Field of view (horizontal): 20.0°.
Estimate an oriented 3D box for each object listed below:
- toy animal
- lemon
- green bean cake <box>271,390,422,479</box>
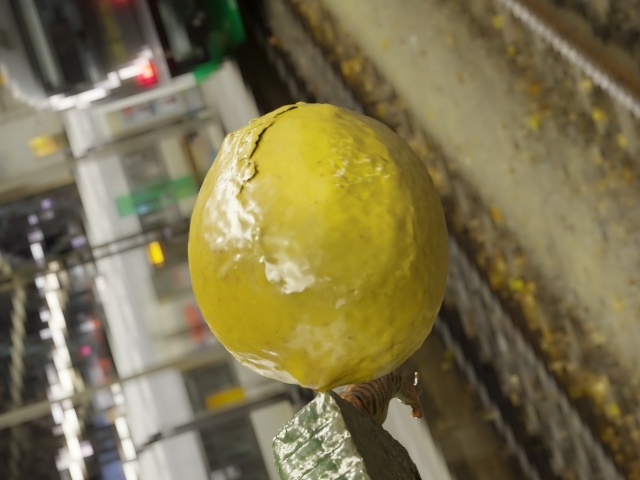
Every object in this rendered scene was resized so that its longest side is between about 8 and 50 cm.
[{"bbox_3d":[0.056,0.186,1.987,0.241,0.057,0.099,-40,-55,-52],"label":"toy animal"},{"bbox_3d":[0.000,0.000,1.729,0.253,0.254,0.310,80,-176,-58],"label":"lemon"},{"bbox_3d":[0.041,0.256,1.785,0.173,0.094,0.181,41,-164,-49],"label":"green bean cake"}]
